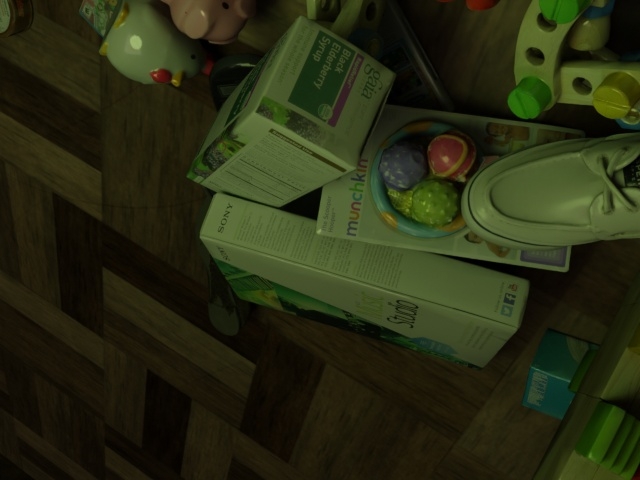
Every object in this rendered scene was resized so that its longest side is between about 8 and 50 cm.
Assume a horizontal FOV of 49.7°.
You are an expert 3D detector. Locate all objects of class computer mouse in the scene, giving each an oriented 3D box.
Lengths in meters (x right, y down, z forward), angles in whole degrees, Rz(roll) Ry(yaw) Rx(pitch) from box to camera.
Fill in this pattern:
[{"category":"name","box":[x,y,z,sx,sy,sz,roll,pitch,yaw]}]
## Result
[{"category":"computer mouse","box":[-0.078,-0.113,0.817,0.184,0.060,0.262,-5,137,25]}]

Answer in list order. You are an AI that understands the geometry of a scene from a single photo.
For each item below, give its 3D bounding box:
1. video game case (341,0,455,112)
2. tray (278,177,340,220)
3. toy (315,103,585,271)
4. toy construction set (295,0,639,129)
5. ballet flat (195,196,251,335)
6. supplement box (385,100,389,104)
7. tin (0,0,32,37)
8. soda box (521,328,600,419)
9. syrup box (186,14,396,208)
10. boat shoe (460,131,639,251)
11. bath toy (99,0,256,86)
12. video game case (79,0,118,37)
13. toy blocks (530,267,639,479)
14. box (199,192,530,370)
[{"category":"video game case","box":[0.044,-0.170,0.733,0.157,0.019,0.143,-19,111,42]},{"category":"tray","box":[0.000,0.000,0.854,0.145,0.030,0.270,25,145,-17]},{"category":"toy","box":[0.122,-0.057,0.635,0.237,0.136,0.056,9,174,3]},{"category":"toy construction set","box":[0.122,-0.201,0.570,0.328,0.151,0.215,12,144,29]},{"category":"ballet flat","box":[-0.129,0.030,0.998,0.084,0.058,0.249,16,126,21]},{"category":"supplement box","box":[0.046,-0.121,0.716,0.043,0.055,0.083,-12,114,41]},{"category":"tin","box":[-0.484,-0.347,0.966,0.190,0.040,0.106,19,128,23]},{"category":"soda box","box":[0.336,0.173,0.753,0.210,0.071,0.067,18,131,24]},{"category":"syrup box","box":[-0.038,-0.099,0.628,0.096,0.093,0.237,27,164,-17]},{"category":"boat shoe","box":[0.251,-0.043,0.554,0.268,0.088,0.096,1,82,8]},{"category":"bath toy","box":[-0.106,-0.265,0.687,0.129,0.151,0.348,23,143,-27]},{"category":"video game case","box":[-0.224,-0.291,0.835,0.119,0.015,0.166,46,137,-3]},{"category":"toy blocks","box":[0.356,0.201,0.608,0.261,0.381,0.191,28,176,12]},{"category":"box","box":[0.044,0.056,0.765,0.322,0.058,0.232,17,162,10]}]
